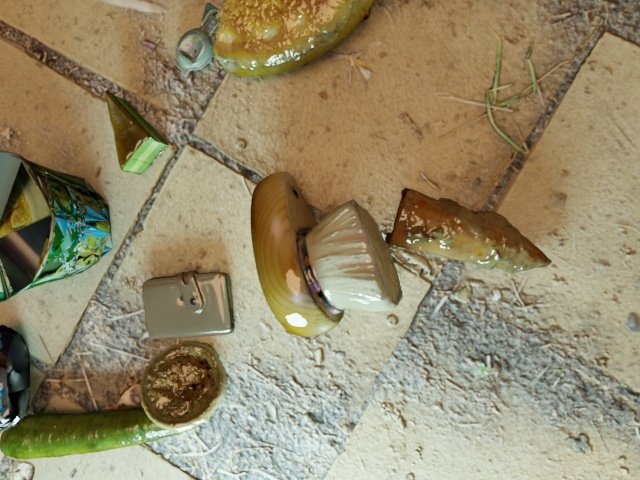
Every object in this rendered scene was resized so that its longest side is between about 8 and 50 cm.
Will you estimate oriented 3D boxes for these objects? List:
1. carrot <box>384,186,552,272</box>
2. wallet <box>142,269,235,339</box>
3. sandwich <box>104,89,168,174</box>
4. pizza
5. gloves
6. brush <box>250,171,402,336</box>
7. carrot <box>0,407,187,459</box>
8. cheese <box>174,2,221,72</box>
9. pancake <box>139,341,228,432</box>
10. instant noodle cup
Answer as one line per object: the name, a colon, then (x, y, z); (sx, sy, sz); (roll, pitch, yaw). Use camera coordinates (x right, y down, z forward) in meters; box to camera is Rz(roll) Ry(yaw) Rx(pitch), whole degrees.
carrot: (0.235, -0.002, 0.687); (0.263, 0.102, 0.102); (18, 93, 0)
wallet: (-0.228, 0.111, 0.757); (0.153, 0.039, 0.118); (-7, 92, 8)
sandwich: (-0.333, -0.181, 0.745); (0.074, 0.074, 0.116); (-45, 85, 5)
pizza: (-0.046, -0.397, 0.689); (0.335, 0.086, 0.226); (-28, 94, 20)
gloves: (-0.662, 0.250, 0.759); (0.312, 0.135, 0.210); (-17, 94, 9)
brush: (0.000, 0.000, 0.657); (0.166, 0.174, 0.266); (-25, 77, 17)
carrot: (-0.374, 0.328, 0.764); (0.358, 0.074, 0.074); (-7, 90, 3)
cheese: (-0.204, -0.341, 0.752); (0.067, 0.026, 0.120); (37, 94, 4)
pancake: (-0.232, 0.242, 0.745); (0.152, 0.025, 0.151); (-2, 63, 4)
instant noodle cup: (-0.472, -0.023, 0.711); (0.240, 0.178, 0.240); (0, 91, 7)
